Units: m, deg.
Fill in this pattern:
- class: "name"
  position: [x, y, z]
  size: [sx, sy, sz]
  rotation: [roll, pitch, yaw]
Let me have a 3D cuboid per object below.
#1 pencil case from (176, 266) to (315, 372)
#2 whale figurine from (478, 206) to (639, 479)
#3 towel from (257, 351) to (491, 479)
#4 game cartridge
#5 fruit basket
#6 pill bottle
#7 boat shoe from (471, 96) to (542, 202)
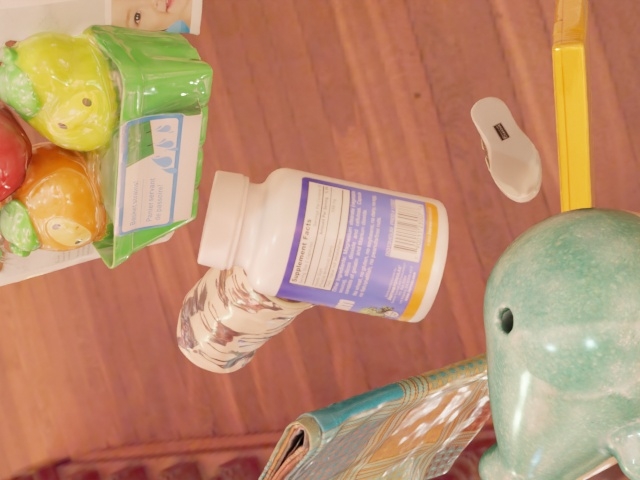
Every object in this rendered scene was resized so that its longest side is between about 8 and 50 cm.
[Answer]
- class: "pencil case"
  position: [-0.108, 0.095, 1.699]
  size: [0.410, 0.184, 0.159]
  rotation: [137, 129, -57]
- class: "whale figurine"
  position: [0.173, 0.104, 0.764]
  size: [0.216, 0.141, 0.272]
  rotation: [57, 133, 51]
- class: "towel"
  position: [0.077, 0.242, 1.199]
  size: [0.040, 0.370, 0.271]
  rotation: [54, 135, 28]
- class: "game cartridge"
  position: [0.348, -0.172, 1.416]
  size: [0.053, 0.323, 0.285]
  rotation: [-1, 114, 17]
- class: "fruit basket"
  position: [-0.275, -0.076, 0.963]
  size: [0.165, 0.353, 0.327]
  rotation: [43, 137, 33]
- class: "pill bottle"
  position: [0.000, 0.000, 1.205]
  size: [0.152, 0.272, 0.152]
  rotation: [-169, 90, -83]
- class: "boat shoe"
  position: [0.298, -0.134, 1.617]
  size: [0.078, 0.070, 0.219]
  rotation: [-20, 48, 8]
